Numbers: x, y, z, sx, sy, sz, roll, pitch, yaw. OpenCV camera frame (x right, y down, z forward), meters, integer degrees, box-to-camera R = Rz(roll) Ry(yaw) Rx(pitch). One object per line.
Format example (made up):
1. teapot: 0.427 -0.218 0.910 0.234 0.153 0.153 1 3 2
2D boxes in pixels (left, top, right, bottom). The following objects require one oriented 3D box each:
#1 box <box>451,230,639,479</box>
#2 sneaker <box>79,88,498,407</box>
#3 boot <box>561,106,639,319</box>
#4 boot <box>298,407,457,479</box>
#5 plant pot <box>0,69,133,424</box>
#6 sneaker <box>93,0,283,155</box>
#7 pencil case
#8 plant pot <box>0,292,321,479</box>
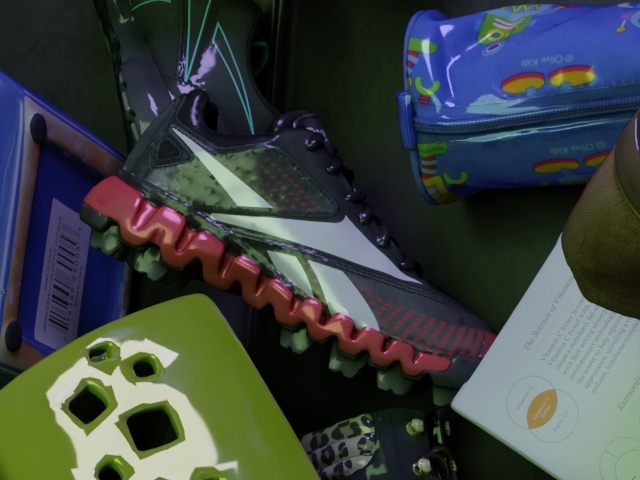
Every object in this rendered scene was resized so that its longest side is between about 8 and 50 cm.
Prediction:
1. box: 0.185 0.090 1.087 0.170 0.091 0.130 33 91 30
2. sneaker: 0.000 0.000 1.166 0.276 0.097 0.135 27 87 7
3. boot: 0.265 -0.007 1.012 0.115 0.305 0.112 125 144 -50
4. boot: 0.084 0.174 1.110 0.236 0.085 0.178 -20 68 28
5. plant pot: -0.248 0.015 1.250 0.212 0.236 0.236 0 74 20
6. sneaker: -0.095 -0.142 1.312 0.106 0.101 0.267 -13 60 -8
7. pencil case: 0.190 -0.089 1.118 0.306 0.133 0.119 -5 97 26
8. plant pot: -0.130 0.195 1.090 0.228 0.207 0.227 59 145 31
